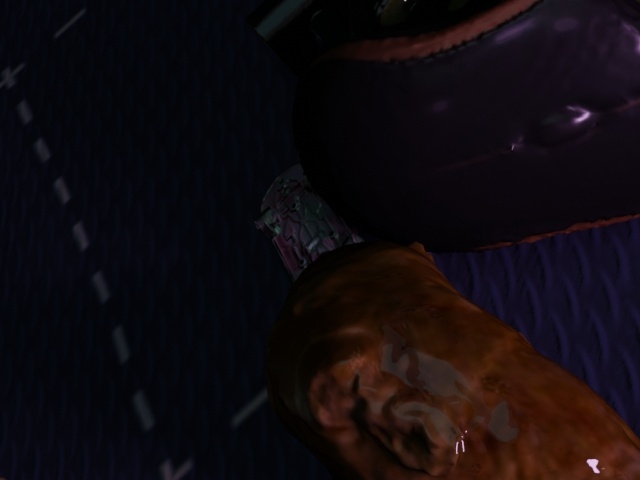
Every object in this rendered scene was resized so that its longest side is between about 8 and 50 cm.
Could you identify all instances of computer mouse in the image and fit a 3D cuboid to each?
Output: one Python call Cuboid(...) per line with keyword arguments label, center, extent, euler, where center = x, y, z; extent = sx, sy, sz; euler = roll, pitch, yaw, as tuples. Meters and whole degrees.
Cuboid(label="computer mouse", center=(0.110, -0.077, 1.185), extent=(0.323, 0.183, 0.116), euler=(-12, 25, 38))

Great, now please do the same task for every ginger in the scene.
Cuboid(label="ginger", center=(0.062, 0.105, 1.084), extent=(0.321, 0.172, 0.165), euler=(40, 127, 50))

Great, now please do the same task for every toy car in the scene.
Cuboid(label="toy car", center=(0.000, 0.000, 1.325), extent=(0.069, 0.055, 0.142), euler=(-44, 47, 17))

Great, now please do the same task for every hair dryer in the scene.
Cuboid(label="hair dryer", center=(0.043, -0.166, 1.440), extent=(0.128, 0.070, 0.255), euler=(-44, 44, 3))

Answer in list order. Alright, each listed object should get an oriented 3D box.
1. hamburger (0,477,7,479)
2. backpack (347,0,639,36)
Cuboid(label="hamburger", center=(-0.295, 0.255, 1.326), extent=(0.185, 0.131, 0.159), euler=(5, 69, 54))
Cuboid(label="backpack", center=(0.139, -0.215, 1.313), extent=(0.253, 0.140, 0.207), euler=(-19, 46, 18))
